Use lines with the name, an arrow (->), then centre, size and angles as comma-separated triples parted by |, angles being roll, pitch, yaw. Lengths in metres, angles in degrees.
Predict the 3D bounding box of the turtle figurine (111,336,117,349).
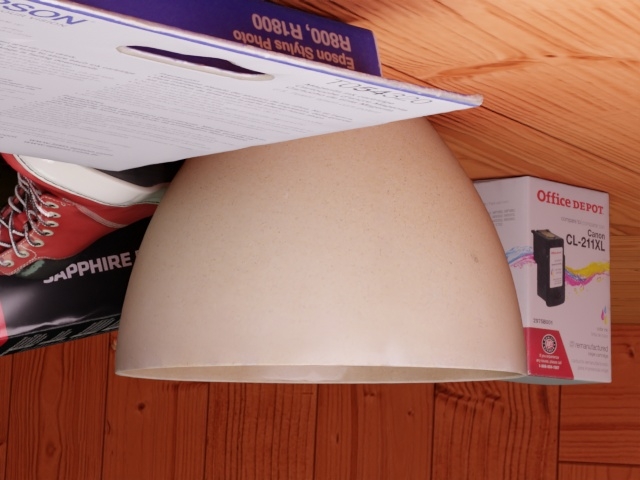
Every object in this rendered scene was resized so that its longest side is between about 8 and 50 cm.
turtle figurine -> -0.147, 0.037, 2.136 | 0.217, 0.087, 0.269 | -2, 144, -15

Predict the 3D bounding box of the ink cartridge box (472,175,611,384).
ink cartridge box -> 0.193, 0.037, 1.660 | 0.072, 0.175, 0.127 | -7, 169, 43

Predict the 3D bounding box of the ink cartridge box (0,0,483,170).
ink cartridge box -> -0.139, -0.105, 0.996 | 0.324, 0.071, 0.330 | 9, 168, -42

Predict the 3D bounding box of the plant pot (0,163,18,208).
plant pot -> -0.304, -0.040, 1.669 | 0.079, 0.083, 0.083 | 16, 173, -2

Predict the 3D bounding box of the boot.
boot -> -0.202, -0.028, 1.333 | 0.176, 0.088, 0.244 | -29, 166, 15

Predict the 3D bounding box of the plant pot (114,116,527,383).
plant pot -> 0.000, 0.000, 1.301 | 0.284, 0.190, 0.284 | 0, 174, 0

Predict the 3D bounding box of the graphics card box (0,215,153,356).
graphics card box -> -0.155, 0.024, 1.607 | 0.371, 0.094, 0.233 | -11, 175, -19
